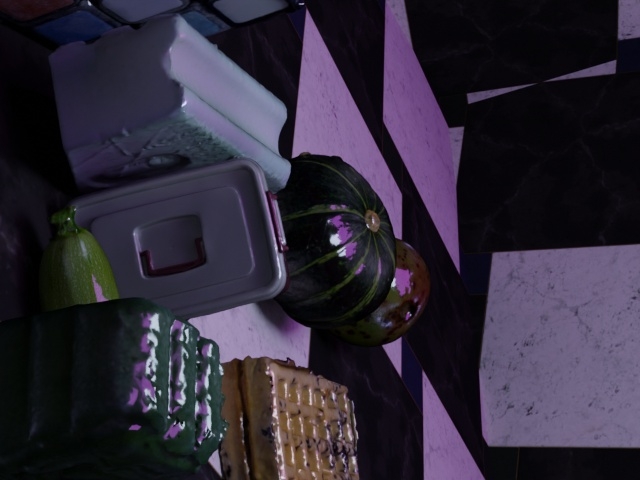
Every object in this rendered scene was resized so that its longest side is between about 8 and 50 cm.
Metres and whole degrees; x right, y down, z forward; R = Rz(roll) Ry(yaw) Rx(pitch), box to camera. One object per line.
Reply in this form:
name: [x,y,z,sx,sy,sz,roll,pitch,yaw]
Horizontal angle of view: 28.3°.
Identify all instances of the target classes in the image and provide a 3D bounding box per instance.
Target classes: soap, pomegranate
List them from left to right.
soap: [-0.205,-0.142,1.777,0.446,0.261,0.156,32,46,-66]
pomegranate: [0.067,0.074,2.556,0.306,0.242,0.242,37,8,19]

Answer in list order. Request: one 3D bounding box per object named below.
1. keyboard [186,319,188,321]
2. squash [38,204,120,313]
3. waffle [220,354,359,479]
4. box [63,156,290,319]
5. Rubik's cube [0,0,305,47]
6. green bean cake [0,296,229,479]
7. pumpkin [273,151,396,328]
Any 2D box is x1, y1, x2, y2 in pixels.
keyboard: [-0.216,0.089,1.950,0.072,0.023,0.231,65,19,-7]
squash: [-0.279,0.152,1.572,0.107,0.107,0.394,-2,77,-72]
waffle: [-0.041,0.345,2.108,0.376,0.114,0.260,35,43,-64]
box: [-0.181,0.017,1.706,0.167,0.294,0.193,41,37,-78]
Rubik's cube: [-0.265,-0.475,1.729,0.362,0.363,0.358,20,59,-67]
green bean cake: [-0.241,0.195,1.321,0.300,0.308,0.169,43,37,-55]
pumpkin: [0.000,0.000,2.306,0.323,0.241,0.323,53,26,-40]
